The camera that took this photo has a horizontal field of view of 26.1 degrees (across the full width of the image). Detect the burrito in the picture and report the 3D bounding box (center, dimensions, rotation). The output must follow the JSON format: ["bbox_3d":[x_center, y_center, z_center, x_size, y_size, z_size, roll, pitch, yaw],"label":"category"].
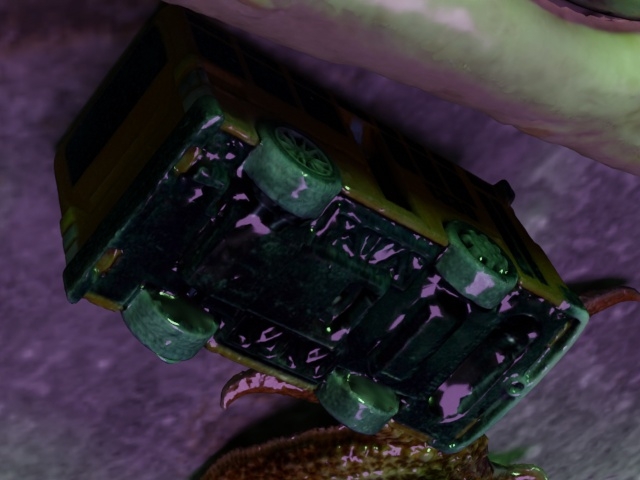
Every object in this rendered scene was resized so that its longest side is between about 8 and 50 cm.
[{"bbox_3d":[0.054,-0.104,0.424,0.299,0.143,0.105,15,166,-30],"label":"burrito"}]

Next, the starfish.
[{"bbox_3d":[0.048,0.087,0.642,0.238,0.057,0.213,-32,142,6],"label":"starfish"}]

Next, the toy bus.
[{"bbox_3d":[0.000,0.000,0.507,0.182,0.103,0.091,26,115,-32],"label":"toy bus"}]
